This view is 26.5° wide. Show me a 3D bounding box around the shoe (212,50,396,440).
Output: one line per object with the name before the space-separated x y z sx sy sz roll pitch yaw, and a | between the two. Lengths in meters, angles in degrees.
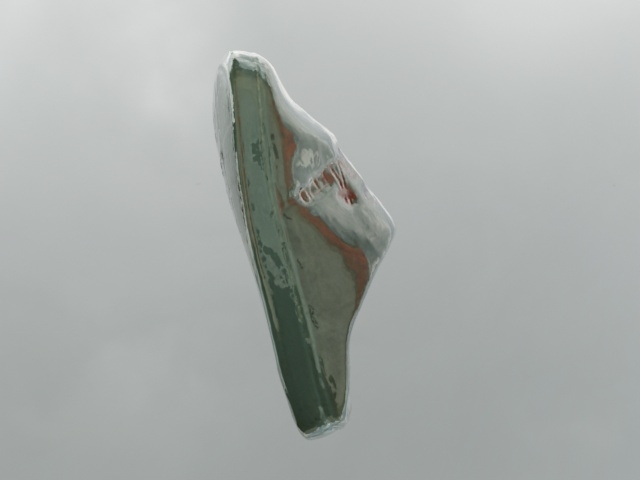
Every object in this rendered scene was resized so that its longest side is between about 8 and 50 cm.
shoe | 0.000 0.000 0.844 0.100 0.103 0.251 -13 -75 -5
